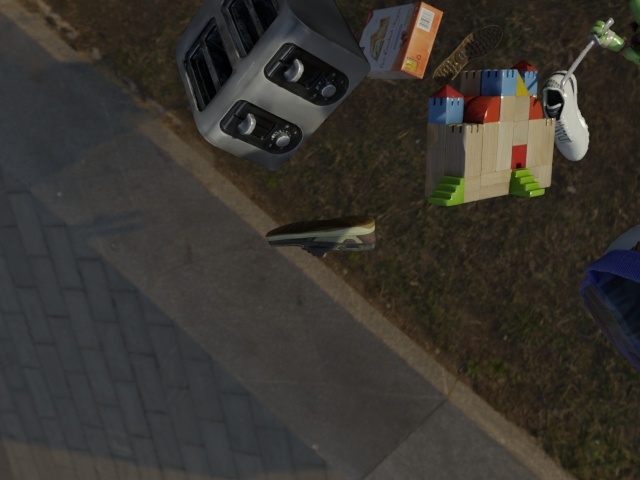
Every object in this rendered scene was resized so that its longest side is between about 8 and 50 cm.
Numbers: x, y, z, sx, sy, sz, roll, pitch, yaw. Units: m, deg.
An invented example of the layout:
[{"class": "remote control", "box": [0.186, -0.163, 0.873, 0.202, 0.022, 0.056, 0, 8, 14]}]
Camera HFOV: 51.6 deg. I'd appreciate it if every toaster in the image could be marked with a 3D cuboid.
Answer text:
[{"class": "toaster", "box": [-0.056, -0.199, 0.703, 0.168, 0.110, 0.185, -42, 52, 29]}]

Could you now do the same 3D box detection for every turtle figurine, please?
[{"class": "turtle figurine", "box": [0.610, -0.412, 1.214, 0.198, 0.275, 0.266, -179, 88, -66]}]

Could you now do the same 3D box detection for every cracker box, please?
[{"class": "cracker box", "box": [0.172, -0.462, 1.551, 0.232, 0.067, 0.155, 25, 99, 62]}]

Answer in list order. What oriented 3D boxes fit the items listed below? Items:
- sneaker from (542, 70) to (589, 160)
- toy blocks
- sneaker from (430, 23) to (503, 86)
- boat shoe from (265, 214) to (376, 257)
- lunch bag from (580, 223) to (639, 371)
[{"class": "sneaker", "box": [0.595, -0.295, 1.634, 0.090, 0.095, 0.235, -6, 119, 41]}, {"class": "toy blocks", "box": [0.343, -0.225, 1.316, 0.191, 0.381, 0.260, 16, 112, 49]}, {"class": "sneaker", "box": [0.337, -0.444, 1.574, 0.192, 0.086, 0.064, -39, 107, 10]}, {"class": "boat shoe", "box": [0.000, 0.000, 0.888, 0.152, 0.056, 0.049, -5, 109, 19]}, {"class": "lunch bag", "box": [0.328, 0.005, 0.253, 0.328, 0.385, 0.239, -37, 106, 2]}]
